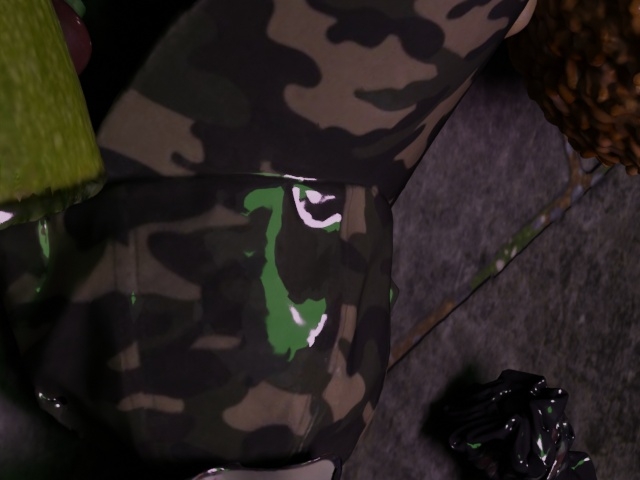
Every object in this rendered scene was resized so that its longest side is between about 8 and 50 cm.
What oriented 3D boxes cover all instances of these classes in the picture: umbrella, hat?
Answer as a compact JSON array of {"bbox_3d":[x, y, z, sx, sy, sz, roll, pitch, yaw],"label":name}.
[{"bbox_3d":[0.193,0.215,1.695,0.110,0.122,0.272,-24,131,8],"label":"umbrella"},{"bbox_3d":[0.000,0.000,1.311,0.366,0.382,0.257,0,63,-43],"label":"hat"}]

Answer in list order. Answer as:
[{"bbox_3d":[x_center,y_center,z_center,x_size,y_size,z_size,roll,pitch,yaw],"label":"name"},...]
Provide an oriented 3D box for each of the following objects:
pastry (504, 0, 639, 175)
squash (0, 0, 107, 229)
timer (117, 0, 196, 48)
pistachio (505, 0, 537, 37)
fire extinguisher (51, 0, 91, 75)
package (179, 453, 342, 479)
[{"bbox_3d":[0.266,-0.233,1.471,0.245,0.409,0.409,-14,109,-27],"label":"pastry"},{"bbox_3d":[-0.267,-0.164,0.983,0.310,0.310,0.308,-13,106,-45],"label":"squash"},{"bbox_3d":[-0.054,-0.149,1.392,0.144,0.055,0.187,-53,127,-28],"label":"timer"},{"bbox_3d":[0.063,-0.238,1.410,0.238,0.153,0.138,48,45,9],"label":"pistachio"},{"bbox_3d":[-0.192,-0.101,1.220,0.071,0.099,0.231,43,65,-12],"label":"fire extinguisher"},{"bbox_3d":[-0.077,0.228,1.351,0.166,0.040,0.232,-6,138,-28],"label":"package"}]
